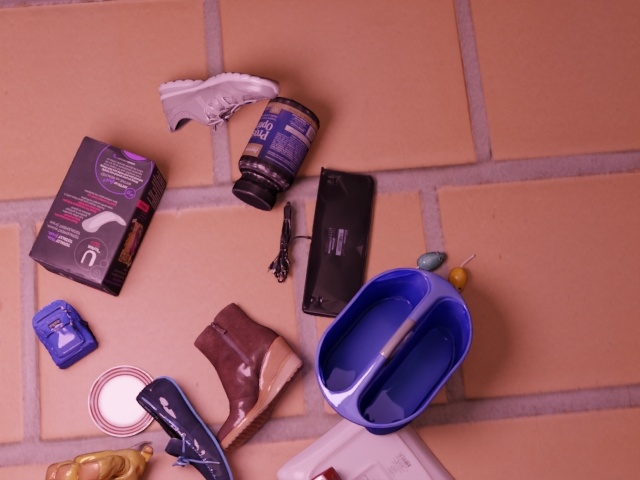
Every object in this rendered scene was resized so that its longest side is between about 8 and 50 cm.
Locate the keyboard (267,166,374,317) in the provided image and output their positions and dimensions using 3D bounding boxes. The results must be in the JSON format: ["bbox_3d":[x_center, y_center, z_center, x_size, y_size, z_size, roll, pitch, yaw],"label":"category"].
[{"bbox_3d":[0.000,0.000,1.978,0.201,0.033,0.317,10,75,-6],"label":"keyboard"}]

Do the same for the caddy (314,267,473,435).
[{"bbox_3d":[0.139,0.213,1.829,0.241,0.179,0.341,37,70,12],"label":"caddy"}]

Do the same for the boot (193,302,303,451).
[{"bbox_3d":[-0.177,0.272,1.892,0.206,0.090,0.248,35,79,19],"label":"boot"}]

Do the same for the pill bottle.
[{"bbox_3d":[-0.097,-0.178,1.972,0.122,0.123,0.219,24,76,4],"label":"pill bottle"}]

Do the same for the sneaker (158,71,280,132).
[{"bbox_3d":[-0.207,-0.288,1.993,0.281,0.105,0.115,-4,92,27],"label":"sneaker"}]

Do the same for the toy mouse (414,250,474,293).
[{"bbox_3d":[0.233,0.077,1.964,0.143,0.031,0.161,19,76,3],"label":"toy mouse"}]

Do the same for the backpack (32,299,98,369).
[{"bbox_3d":[-0.513,0.178,1.884,0.098,0.101,0.120,-32,75,-16],"label":"backpack"}]

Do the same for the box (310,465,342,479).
[{"bbox_3d":[-0.065,0.570,1.747,0.300,0.142,0.154,-35,80,3],"label":"box"}]

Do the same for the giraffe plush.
[{"bbox_3d":[-0.397,0.489,1.795,0.210,0.181,0.171,-8,85,-39],"label":"giraffe plush"}]

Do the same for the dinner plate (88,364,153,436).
[{"bbox_3d":[-0.394,0.321,1.892,0.141,0.017,0.141,1,76,-2],"label":"dinner plate"}]

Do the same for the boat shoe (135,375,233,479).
[{"bbox_3d":[-0.269,0.390,1.837,0.089,0.109,0.258,-28,67,-31],"label":"boat shoe"}]

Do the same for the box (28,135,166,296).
[{"bbox_3d":[-0.446,-0.046,1.918,0.165,0.143,0.271,21,77,6],"label":"box"}]

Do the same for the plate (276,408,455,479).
[{"bbox_3d":[0.101,0.481,1.852,0.278,0.045,0.277,-36,79,-10],"label":"plate"}]
